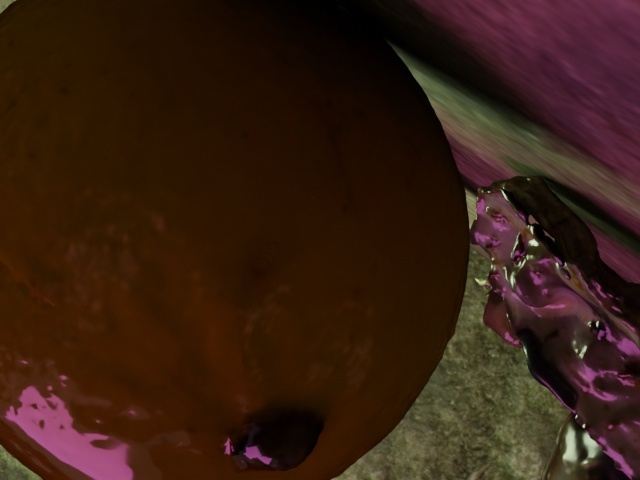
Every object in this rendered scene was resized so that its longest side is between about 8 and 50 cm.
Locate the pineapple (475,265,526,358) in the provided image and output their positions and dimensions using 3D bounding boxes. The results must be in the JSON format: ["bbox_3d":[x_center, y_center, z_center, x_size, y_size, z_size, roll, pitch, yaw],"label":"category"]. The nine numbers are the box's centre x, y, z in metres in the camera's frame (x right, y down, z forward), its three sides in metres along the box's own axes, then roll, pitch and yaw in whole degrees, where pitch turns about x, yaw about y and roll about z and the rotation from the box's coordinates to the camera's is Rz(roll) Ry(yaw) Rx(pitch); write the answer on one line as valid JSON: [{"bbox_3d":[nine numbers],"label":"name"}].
[{"bbox_3d":[0.300,0.088,1.264,0.186,0.114,0.236,34,-167,-24],"label":"pineapple"}]

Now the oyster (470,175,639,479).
[{"bbox_3d":[0.199,0.103,0.620,0.345,0.078,0.128,57,155,13],"label":"oyster"}]

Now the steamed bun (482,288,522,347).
[{"bbox_3d":[0.237,0.077,0.960,0.177,0.106,0.192,36,-176,-28],"label":"steamed bun"}]

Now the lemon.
[{"bbox_3d":[-0.067,-0.006,0.532,0.297,0.297,0.297,35,-177,-2],"label":"lemon"}]

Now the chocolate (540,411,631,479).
[{"bbox_3d":[0.409,0.305,1.307,0.225,0.210,0.340,39,-154,24],"label":"chocolate"}]
